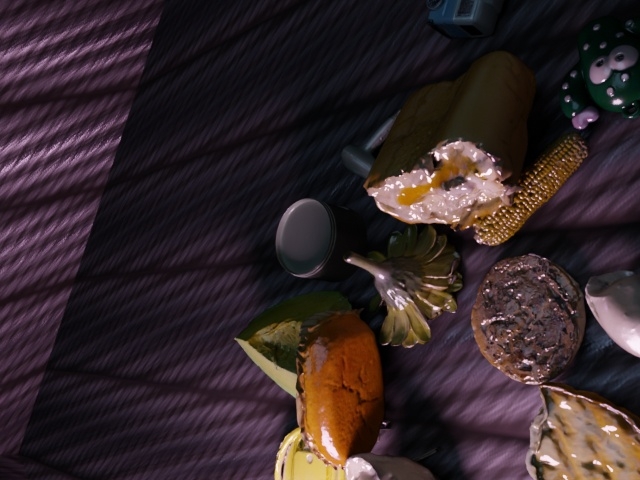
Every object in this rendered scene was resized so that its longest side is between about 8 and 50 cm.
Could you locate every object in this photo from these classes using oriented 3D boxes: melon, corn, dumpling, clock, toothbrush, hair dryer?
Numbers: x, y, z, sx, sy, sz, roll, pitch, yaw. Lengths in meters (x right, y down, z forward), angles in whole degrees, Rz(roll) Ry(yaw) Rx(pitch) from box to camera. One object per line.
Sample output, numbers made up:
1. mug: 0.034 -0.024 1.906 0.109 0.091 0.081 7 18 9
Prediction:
1. melon: -0.080 0.288 1.685 0.344 0.226 0.330 10 99 57
2. corn: 0.458 -0.107 1.320 0.320 0.097 0.097 -49 51 23
3. dumpling: 0.187 0.628 1.387 0.318 0.187 0.242 42 139 24
4. clock: -0.011 0.650 1.627 0.277 0.071 0.293 -3 77 43
5. toothbrush: 0.185 0.570 1.485 0.294 0.026 0.028 -44 72 30
6. dumpling: 0.604 0.133 1.098 0.250 0.163 0.132 -130 28 -51
7. hair dryer: 0.188 -0.264 1.654 0.206 0.075 0.237 39 101 35

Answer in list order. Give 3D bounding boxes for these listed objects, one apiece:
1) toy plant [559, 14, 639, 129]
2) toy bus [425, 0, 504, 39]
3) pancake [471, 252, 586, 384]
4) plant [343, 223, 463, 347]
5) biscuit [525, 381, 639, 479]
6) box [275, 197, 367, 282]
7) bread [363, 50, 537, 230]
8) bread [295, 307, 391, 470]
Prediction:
1. toy plant: 0.604 -0.347 1.213 0.233 0.113 0.243 0 76 50
2. toy bus: 0.384 -0.650 1.484 0.165 0.133 0.271 20 98 40
3. pancake: 0.447 0.169 1.298 0.283 0.049 0.282 -13 71 43
4. plant: 0.215 0.083 1.455 0.262 0.297 0.305 -12 52 11
5. biscuit: 0.509 0.463 1.160 0.329 0.078 0.335 43 111 38
6. box: 0.000 0.000 1.705 0.226 0.149 0.226 -12 72 42
7. bread: 0.325 -0.219 1.318 0.361 0.250 0.394 -18 39 55
8. bread: 0.044 0.367 1.465 0.183 0.236 0.388 3 106 62
